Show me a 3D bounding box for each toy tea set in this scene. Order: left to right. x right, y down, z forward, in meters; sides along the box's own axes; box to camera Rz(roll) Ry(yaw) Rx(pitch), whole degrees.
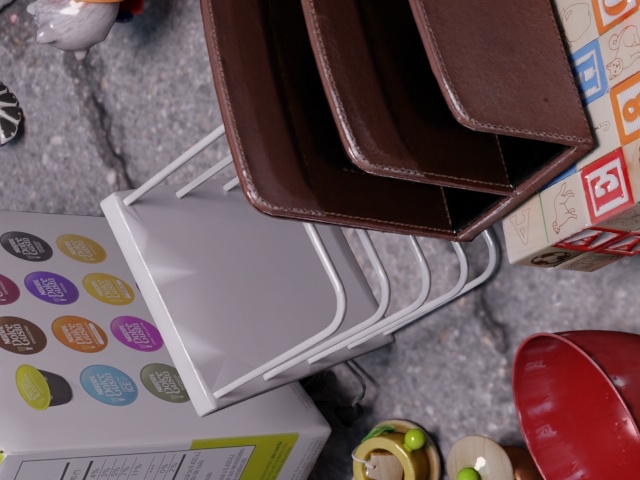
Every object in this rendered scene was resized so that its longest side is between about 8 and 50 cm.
[{"bbox_3d":[0.059,0.291,1.096,0.200,0.124,0.336,40,118,23],"label":"toy tea set"}]

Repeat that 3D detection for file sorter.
[{"bbox_3d":[0.000,0.000,0.998,0.173,0.278,0.192,-32,79,33],"label":"file sorter"}]

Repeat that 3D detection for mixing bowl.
[{"bbox_3d":[0.244,0.143,0.943,0.181,0.098,0.181,51,152,41],"label":"mixing bowl"}]

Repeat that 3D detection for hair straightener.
[{"bbox_3d":[-0.046,0.159,1.192,0.230,0.047,0.089,-16,88,41],"label":"hair straightener"}]

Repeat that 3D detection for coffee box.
[{"bbox_3d":[-0.260,0.201,1.125,0.337,0.334,0.338,49,122,40],"label":"coffee box"}]

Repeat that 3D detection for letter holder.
[{"bbox_3d":[0.038,-0.173,0.866,0.152,0.215,0.301,-42,50,47],"label":"letter holder"}]

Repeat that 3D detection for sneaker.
[{"bbox_3d":[-0.415,-0.162,1.401,0.170,0.068,0.071,47,135,29],"label":"sneaker"}]

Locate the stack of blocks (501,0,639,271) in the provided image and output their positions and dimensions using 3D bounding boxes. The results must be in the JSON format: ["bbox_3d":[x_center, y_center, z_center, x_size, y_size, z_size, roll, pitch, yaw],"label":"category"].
[{"bbox_3d":[0.204,-0.144,0.883,0.171,0.087,0.297,-32,59,51],"label":"stack of blocks"}]

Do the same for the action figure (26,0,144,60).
[{"bbox_3d":[-0.256,-0.341,1.123,0.342,0.178,0.330,0,91,4],"label":"action figure"}]
